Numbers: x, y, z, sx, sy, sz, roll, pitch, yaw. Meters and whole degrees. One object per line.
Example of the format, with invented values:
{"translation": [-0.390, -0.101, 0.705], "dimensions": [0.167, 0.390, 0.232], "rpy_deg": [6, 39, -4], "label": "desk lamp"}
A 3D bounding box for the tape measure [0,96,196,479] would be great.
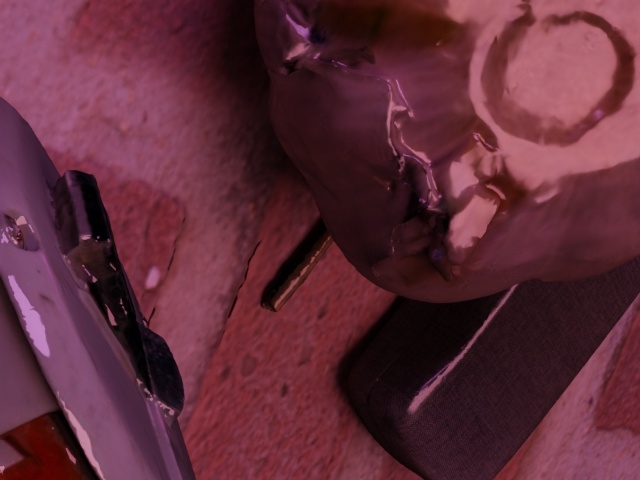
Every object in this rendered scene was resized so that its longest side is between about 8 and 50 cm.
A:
{"translation": [-0.131, 0.063, 0.819], "dimensions": [0.125, 0.243, 0.246], "rpy_deg": [-24, 128, -1], "label": "tape measure"}

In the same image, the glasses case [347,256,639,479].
{"translation": [0.149, 0.018, 1.203], "dimensions": [0.323, 0.074, 0.131], "rpy_deg": [-51, 137, -13], "label": "glasses case"}

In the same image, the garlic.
{"translation": [0.114, -0.118, 0.981], "dimensions": [0.322, 0.241, 0.322], "rpy_deg": [-19, 131, -23], "label": "garlic"}

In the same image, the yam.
{"translation": [0.000, 0.000, 1.092], "dimensions": [0.107, 0.014, 0.014], "rpy_deg": [-53, 137, -11], "label": "yam"}
